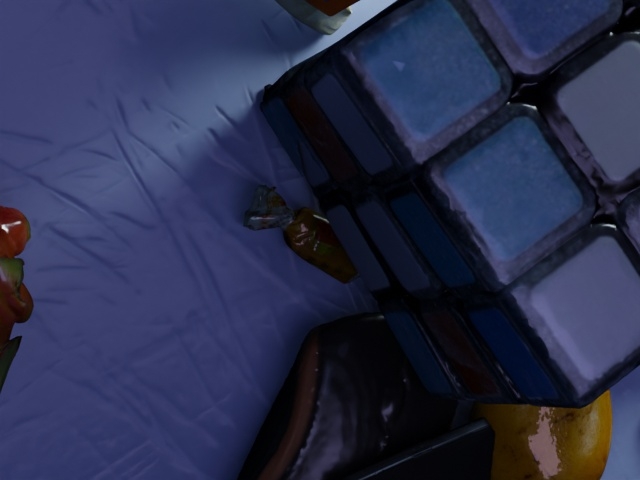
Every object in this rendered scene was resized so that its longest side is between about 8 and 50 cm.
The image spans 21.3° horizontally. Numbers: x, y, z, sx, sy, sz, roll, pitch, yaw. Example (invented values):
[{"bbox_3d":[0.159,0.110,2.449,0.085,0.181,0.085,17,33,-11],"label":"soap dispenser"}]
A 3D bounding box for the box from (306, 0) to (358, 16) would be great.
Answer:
[{"bbox_3d":[0.030,-0.407,1.370,0.318,0.349,0.257,38,60,-22],"label":"box"}]

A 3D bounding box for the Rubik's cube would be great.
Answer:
[{"bbox_3d":[0.195,-0.084,1.462,0.362,0.359,0.363,-31,90,-15],"label":"Rubik's cube"}]

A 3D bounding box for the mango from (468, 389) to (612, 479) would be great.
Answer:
[{"bbox_3d":[0.220,0.169,1.685,0.145,0.112,0.219,3,94,-15],"label":"mango"}]

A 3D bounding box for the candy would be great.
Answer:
[{"bbox_3d":[0.000,0.000,1.613,0.182,0.046,0.053,29,84,-27],"label":"candy"}]

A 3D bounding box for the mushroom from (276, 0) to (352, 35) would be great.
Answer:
[{"bbox_3d":[-0.049,-0.261,1.547,0.209,0.071,0.084,38,89,-25],"label":"mushroom"}]

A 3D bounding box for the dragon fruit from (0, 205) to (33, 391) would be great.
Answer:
[{"bbox_3d":[-0.340,0.057,1.399,0.224,0.224,0.227,27,84,-22],"label":"dragon fruit"}]

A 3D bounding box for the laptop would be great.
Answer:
[{"bbox_3d":[0.087,0.260,1.586,0.207,0.026,0.154,-17,121,-43],"label":"laptop"}]

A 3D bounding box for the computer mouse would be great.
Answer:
[{"bbox_3d":[0.021,0.220,1.616,0.183,0.116,0.323,25,88,-29],"label":"computer mouse"}]
